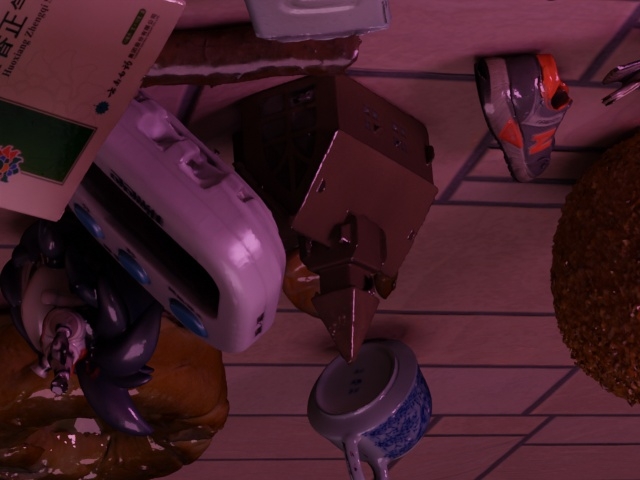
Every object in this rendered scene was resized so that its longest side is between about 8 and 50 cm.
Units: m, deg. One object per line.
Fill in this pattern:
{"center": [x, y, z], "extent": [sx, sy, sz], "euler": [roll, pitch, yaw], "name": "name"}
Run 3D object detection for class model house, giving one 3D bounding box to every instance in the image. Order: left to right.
{"center": [0.000, 0.000, 1.664], "extent": [0.176, 0.248, 0.181], "euler": [-17, 153, 29], "name": "model house"}

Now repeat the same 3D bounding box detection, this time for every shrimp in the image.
{"center": [0.033, 0.049, 2.073], "extent": [0.133, 0.053, 0.236], "euler": [-29, 150, 6], "name": "shrimp"}

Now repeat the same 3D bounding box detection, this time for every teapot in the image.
{"center": [0.076, 0.222, 2.285], "extent": [0.159, 0.232, 0.159], "euler": [10, 138, 9], "name": "teapot"}

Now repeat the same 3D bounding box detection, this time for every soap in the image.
{"center": [-0.009, -0.224, 1.358], "extent": [0.114, 0.063, 0.198], "euler": [-5, 157, 6], "name": "soap"}

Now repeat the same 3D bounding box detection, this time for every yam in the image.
{"center": [-0.083, -0.155, 1.525], "extent": [0.241, 0.057, 0.057], "euler": [-4, 158, -3], "name": "yam"}

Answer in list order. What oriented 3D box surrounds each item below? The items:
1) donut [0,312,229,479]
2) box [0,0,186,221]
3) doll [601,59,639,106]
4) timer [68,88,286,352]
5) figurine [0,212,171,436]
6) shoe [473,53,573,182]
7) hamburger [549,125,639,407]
{"center": [-0.289, 0.183, 2.165], "extent": [0.360, 0.170, 0.360], "euler": [-5, 152, -3], "name": "donut"}
{"center": [-0.231, -0.138, 1.359], "extent": [0.168, 0.095, 0.212], "euler": [17, 115, -39], "name": "box"}
{"center": [0.356, -0.140, 1.588], "extent": [0.221, 0.105, 0.115], "euler": [12, -165, -18], "name": "doll"}
{"center": [-0.135, -0.023, 1.621], "extent": [0.087, 0.262, 0.237], "euler": [-42, 167, -21], "name": "timer"}
{"center": [-0.227, 0.071, 1.807], "extent": [0.197, 0.265, 0.175], "euler": [17, 111, -37], "name": "figurine"}
{"center": [0.198, -0.113, 1.666], "extent": [0.077, 0.074, 0.194], "euler": [-15, 154, 12], "name": "shoe"}
{"center": [0.348, 0.028, 1.772], "extent": [0.179, 0.276, 0.294], "euler": [1, -176, -39], "name": "hamburger"}
